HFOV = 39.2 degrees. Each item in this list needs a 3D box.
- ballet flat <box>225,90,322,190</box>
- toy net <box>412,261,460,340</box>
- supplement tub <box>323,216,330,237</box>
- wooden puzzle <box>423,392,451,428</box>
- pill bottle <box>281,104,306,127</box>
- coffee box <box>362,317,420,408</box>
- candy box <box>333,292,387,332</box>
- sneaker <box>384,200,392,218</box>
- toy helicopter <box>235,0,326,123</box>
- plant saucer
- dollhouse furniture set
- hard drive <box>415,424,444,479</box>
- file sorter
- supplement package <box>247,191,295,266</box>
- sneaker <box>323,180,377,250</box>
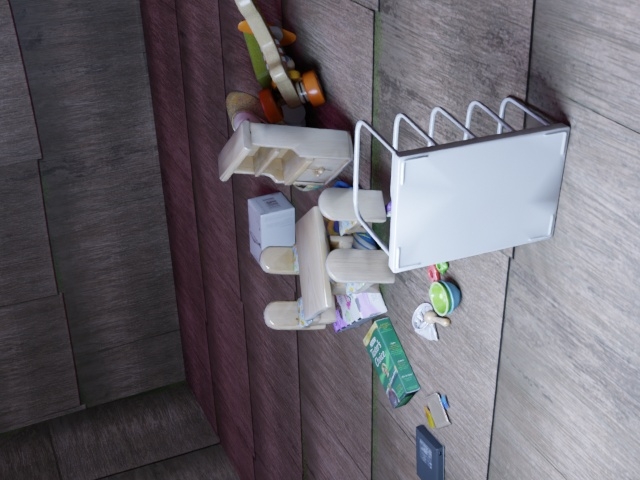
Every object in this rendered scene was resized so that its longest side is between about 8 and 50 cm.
[{"bbox_3d":[-0.121,-0.238,2.164,0.348,0.123,0.123,39,147,14],"label":"ballet flat"},{"bbox_3d":[0.219,0.127,1.814,0.232,0.045,0.122,111,140,-56],"label":"toy net"},{"bbox_3d":[0.000,0.000,2.256,0.071,0.071,0.107,-125,29,-43],"label":"supplement tub"},{"bbox_3d":[0.252,0.365,1.926,0.078,0.014,0.116,69,159,6],"label":"wooden puzzle"},{"bbox_3d":[-0.090,-0.282,2.274,0.169,0.094,0.094,119,133,-61],"label":"pill bottle"},{"bbox_3d":[0.160,0.282,2.065,0.113,0.040,0.184,114,137,-58],"label":"coffee box"},{"bbox_3d":[0.071,0.119,2.147,0.196,0.070,0.165,137,117,-67],"label":"candy box"},{"bbox_3d":[0.175,-0.085,1.796,0.170,0.068,0.071,146,125,-59],"label":"sneaker"},{"bbox_3d":[-0.117,-0.459,2.054,0.355,0.140,0.235,60,-166,-47],"label":"toy helicopter"},{"bbox_3d":[-0.134,-0.439,2.263,0.188,0.045,0.188,58,-166,-64],"label":"plant saucer"},{"bbox_3d":[-0.058,-0.034,1.913,0.362,0.256,0.394,139,128,-59],"label":"dollhouse furniture set"},{"bbox_3d":[0.244,0.493,2.011,0.094,0.022,0.135,-139,41,-57],"label":"hard drive"},{"bbox_3d":[0.208,-0.101,1.391,0.173,0.278,0.193,-125,29,-52],"label":"file sorter"},{"bbox_3d":[-0.137,-0.028,2.538,0.105,0.105,0.179,-132,34,-50],"label":"supplement package"},{"bbox_3d":[0.068,-0.043,2.031,0.240,0.091,0.126,-123,29,-42],"label":"sneaker"}]
